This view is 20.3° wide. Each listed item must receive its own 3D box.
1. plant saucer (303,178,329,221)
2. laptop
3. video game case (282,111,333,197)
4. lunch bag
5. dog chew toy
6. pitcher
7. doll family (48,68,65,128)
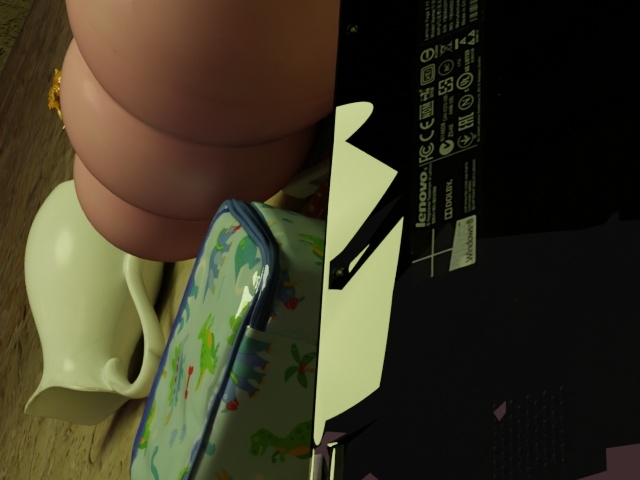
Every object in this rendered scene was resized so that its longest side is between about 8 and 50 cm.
[{"bbox_3d":[0.000,0.000,1.192,0.083,0.013,0.083,-162,90,-73],"label":"plant saucer"},{"bbox_3d":[0.115,0.003,0.758,0.408,0.236,0.382,-19,51,31],"label":"laptop"},{"bbox_3d":[0.035,-0.138,1.218,0.183,0.023,0.201,159,127,-69],"label":"video game case"},{"bbox_3d":[-0.049,0.091,1.107,0.176,0.090,0.219,-121,48,-69],"label":"lunch bag"},{"bbox_3d":[-0.082,-0.110,1.197,0.332,0.206,0.206,115,165,-48],"label":"dog chew toy"},{"bbox_3d":[-0.189,0.049,1.595,0.178,0.125,0.207,-16,65,46],"label":"pitcher"},{"bbox_3d":[-0.142,-0.137,1.533,0.118,0.163,0.263,154,132,-67],"label":"doll family"}]
